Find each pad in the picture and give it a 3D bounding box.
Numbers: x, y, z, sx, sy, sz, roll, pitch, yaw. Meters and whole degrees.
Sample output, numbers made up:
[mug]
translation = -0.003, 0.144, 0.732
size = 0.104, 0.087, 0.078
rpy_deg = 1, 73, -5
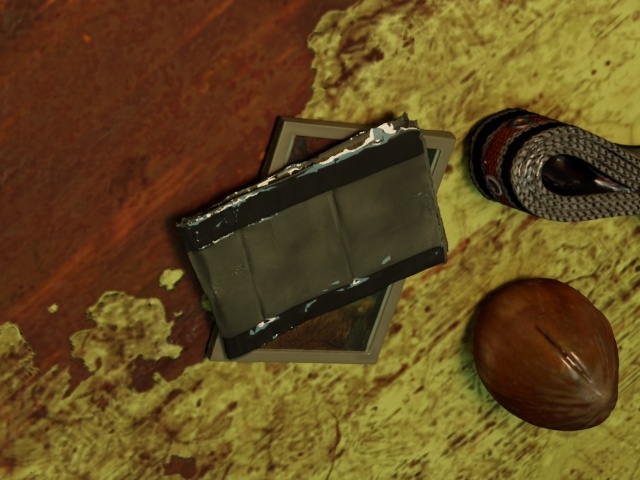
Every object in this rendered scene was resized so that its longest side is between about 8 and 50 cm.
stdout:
[pad]
translation = 0.000, 0.000, 1.386
size = 0.233, 0.022, 0.174
rpy_deg = -26, 130, -9

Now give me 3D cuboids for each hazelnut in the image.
[hazelnut]
translation = 0.223, 0.119, 1.521
size = 0.150, 0.150, 0.150
rpy_deg = -13, 125, -20

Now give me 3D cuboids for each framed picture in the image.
[framed picture]
translation = 0.009, 0.006, 1.417
size = 0.184, 0.016, 0.250
rpy_deg = 4, 117, -30

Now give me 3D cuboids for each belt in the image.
[belt]
translation = 0.299, -0.056, 1.480
size = 0.359, 0.094, 0.126
rpy_deg = 10, 110, -34
